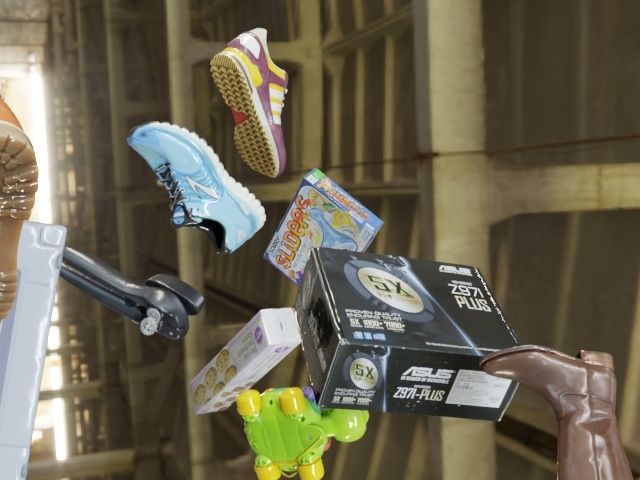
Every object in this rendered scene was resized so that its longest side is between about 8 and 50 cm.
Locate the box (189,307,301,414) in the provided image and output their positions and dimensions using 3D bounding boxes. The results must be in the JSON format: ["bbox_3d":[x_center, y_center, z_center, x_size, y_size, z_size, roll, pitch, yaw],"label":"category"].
[{"bbox_3d":[-0.137,0.214,1.521,0.324,0.063,0.067,-45,-125,48],"label":"box"}]

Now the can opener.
[{"bbox_3d":[-0.230,0.061,1.031,0.073,0.186,0.059,-49,158,-65],"label":"can opener"}]

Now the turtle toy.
[{"bbox_3d":[-0.017,0.179,0.854,0.130,0.066,0.095,-9,-79,28],"label":"turtle toy"}]

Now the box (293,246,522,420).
[{"bbox_3d":[0.078,0.085,0.823,0.147,0.180,0.078,-106,-152,-56],"label":"box"}]

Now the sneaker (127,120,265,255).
[{"bbox_3d":[-0.127,-0.049,0.864,0.063,0.162,0.073,-17,-147,57],"label":"sneaker"}]

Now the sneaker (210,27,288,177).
[{"bbox_3d":[-0.066,-0.163,1.064,0.069,0.084,0.186,20,-37,33],"label":"sneaker"}]

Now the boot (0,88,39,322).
[{"bbox_3d":[-0.194,-0.011,0.471,0.158,0.059,0.085,-60,-137,26],"label":"boot"}]

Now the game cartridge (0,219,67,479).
[{"bbox_3d":[-0.381,0.114,0.901,0.060,0.196,0.294,-156,-103,-69],"label":"game cartridge"}]

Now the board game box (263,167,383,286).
[{"bbox_3d":[0.000,0.000,1.383,0.136,0.035,0.201,39,-44,10],"label":"board game box"}]

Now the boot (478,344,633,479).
[{"bbox_3d":[0.171,0.137,0.647,0.037,0.106,0.114,80,12,-61],"label":"boot"}]
